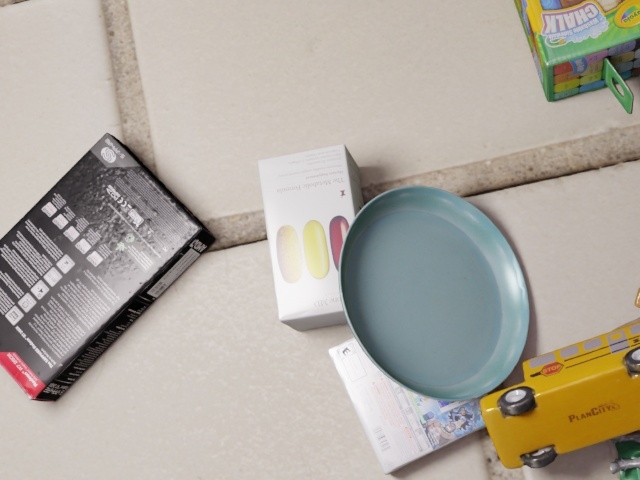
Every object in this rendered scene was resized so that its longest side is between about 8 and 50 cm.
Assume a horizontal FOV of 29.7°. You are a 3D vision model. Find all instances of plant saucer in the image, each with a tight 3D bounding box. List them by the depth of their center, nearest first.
[{"bbox_3d":[0.157,0.077,1.722,0.317,0.043,0.318,11,67,-26],"label":"plant saucer"}]

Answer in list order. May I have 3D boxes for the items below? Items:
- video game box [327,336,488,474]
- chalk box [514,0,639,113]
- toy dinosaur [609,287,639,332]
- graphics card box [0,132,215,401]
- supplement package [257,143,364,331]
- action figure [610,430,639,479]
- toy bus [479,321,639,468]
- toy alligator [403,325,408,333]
[{"bbox_3d":[0.136,0.211,1.774,0.187,0.048,0.205,-27,75,6],"label":"video game box"},{"bbox_3d":[0.390,-0.321,1.765,0.179,0.180,0.289,-16,75,7],"label":"chalk box"},{"bbox_3d":[0.471,0.119,1.720,0.211,0.064,0.112,-6,79,10],"label":"toy dinosaur"},{"bbox_3d":[-0.375,0.042,1.881,0.233,0.094,0.371,44,90,16],"label":"graphics card box"},{"bbox_3d":[0.000,0.000,1.797,0.139,0.134,0.244,-11,77,9],"label":"supplement package"},{"bbox_3d":[0.510,0.279,1.642,0.232,0.063,0.137,-11,79,29],"label":"action figure"},{"bbox_3d":[0.390,0.201,1.665,0.332,0.130,0.108,-21,110,12],"label":"toy bus"},{"bbox_3d":[0.123,0.069,1.781,0.051,0.056,0.190,0,48,-16],"label":"toy alligator"}]
